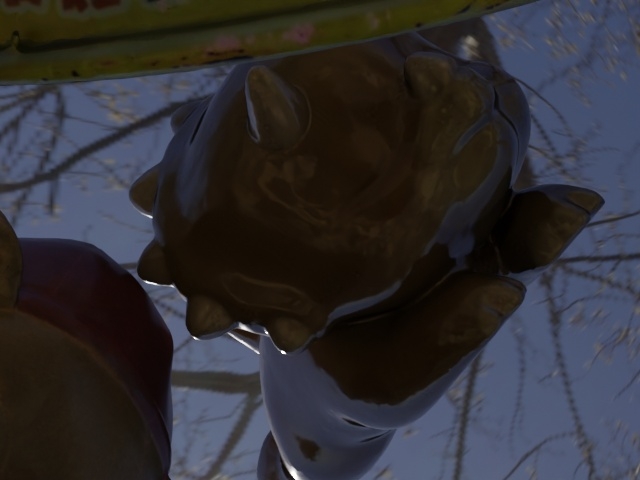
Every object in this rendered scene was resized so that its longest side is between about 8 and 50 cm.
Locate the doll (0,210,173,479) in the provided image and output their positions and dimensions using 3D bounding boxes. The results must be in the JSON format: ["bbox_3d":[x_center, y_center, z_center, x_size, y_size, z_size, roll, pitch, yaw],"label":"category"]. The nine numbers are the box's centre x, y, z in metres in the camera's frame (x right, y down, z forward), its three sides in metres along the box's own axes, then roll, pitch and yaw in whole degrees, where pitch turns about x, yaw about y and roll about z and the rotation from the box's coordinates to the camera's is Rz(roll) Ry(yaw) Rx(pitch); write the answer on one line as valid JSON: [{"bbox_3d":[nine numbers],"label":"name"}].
[{"bbox_3d":[-0.128,0.119,0.673,0.152,0.255,0.196,9,-45,-8],"label":"doll"}]

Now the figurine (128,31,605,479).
[{"bbox_3d":[0.003,-0.004,0.766,0.173,0.247,0.177,40,-109,5],"label":"figurine"}]

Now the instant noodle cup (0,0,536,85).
[{"bbox_3d":[-0.027,-0.167,0.417,0.264,0.264,0.200,-4,-69,13],"label":"instant noodle cup"}]
